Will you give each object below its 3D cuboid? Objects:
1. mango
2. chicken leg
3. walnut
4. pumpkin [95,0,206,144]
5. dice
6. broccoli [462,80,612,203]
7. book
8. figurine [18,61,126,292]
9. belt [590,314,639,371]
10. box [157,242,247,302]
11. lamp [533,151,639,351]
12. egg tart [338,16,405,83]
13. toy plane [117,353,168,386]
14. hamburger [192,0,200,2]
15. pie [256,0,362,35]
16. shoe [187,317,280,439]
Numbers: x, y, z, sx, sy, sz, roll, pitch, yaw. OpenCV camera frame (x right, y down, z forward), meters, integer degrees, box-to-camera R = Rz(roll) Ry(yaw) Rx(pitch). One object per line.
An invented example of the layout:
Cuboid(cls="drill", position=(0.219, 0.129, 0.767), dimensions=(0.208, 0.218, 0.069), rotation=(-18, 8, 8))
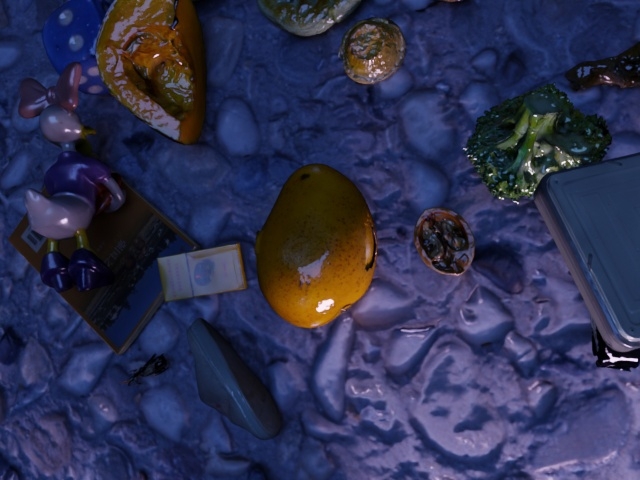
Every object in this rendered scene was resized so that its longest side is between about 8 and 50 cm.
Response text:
Cuboid(cls="mango", position=(0.000, 0.000, 1.008), dimensions=(0.191, 0.160, 0.290), rotation=(-7, 70, 22))
Cuboid(cls="chicken leg", position=(0.494, -0.276, 0.952), dimensions=(0.198, 0.069, 0.085), rotation=(-6, 103, 22))
Cuboid(cls="walnut", position=(0.206, 0.003, 0.994), dimensions=(0.091, 0.052, 0.121), rotation=(-26, 77, 10))
Cuboid(cls="pumpkin", position=(-0.315, -0.321, 1.144), dimensions=(0.169, 0.148, 0.312), rotation=(-3, 86, 12))
Cuboid(cls="dice", position=(-0.453, -0.388, 1.203), dimensions=(0.143, 0.146, 0.146), rotation=(-25, 76, 13))
Cuboid(cls="broccoli", position=(0.328, -0.159, 0.911), dimensions=(0.220, 0.194, 0.194), rotation=(4, 82, 12))
Cuboid(cls="book", position=(-0.442, 0.007, 1.199), dimensions=(0.374, 0.028, 0.262), rotation=(39, 93, 19))
Cuboid(cls="figurine", position=(-0.472, -0.106, 1.113), dimensions=(0.154, 0.193, 0.421), rotation=(-10, 73, 19))
Cuboid(cls="belt", position=(0.434, 0.121, 0.880), dimensions=(0.058, 0.105, 0.140), rotation=(0, 76, 12))
Cuboid(cls="box", position=(-0.218, 0.059, 1.108), dimensions=(0.155, 0.023, 0.087), rotation=(-10, 87, 6))
Cuboid(cls="lamp", position=(0.473, -0.001, 0.854), dimensions=(0.266, 0.047, 0.269), rotation=(-14, 67, -12))
Cuboid(cls="egg tart", position=(0.091, -0.350, 1.086), dimensions=(0.129, 0.049, 0.129), rotation=(-2, 82, 15))
Cuboid(cls="toy plane", position=(-0.325, 0.241, 1.118), dimensions=(0.121, 0.049, 0.031), rotation=(-35, 72, 27))
Cuboid(cls="hamburger", position=(-0.277, -0.618, 1.168), dimensions=(0.276, 0.179, 0.294), rotation=(3, 82, 16))
Cuboid(cls="pie", position=(-0.016, -0.501, 1.139), dimensions=(0.240, 0.054, 0.240), rotation=(-3, 80, 18))
Cuboid(cls="shoe", position=(-0.170, 0.253, 1.044), dimensions=(0.100, 0.103, 0.251), rotation=(-40, 67, 6))
